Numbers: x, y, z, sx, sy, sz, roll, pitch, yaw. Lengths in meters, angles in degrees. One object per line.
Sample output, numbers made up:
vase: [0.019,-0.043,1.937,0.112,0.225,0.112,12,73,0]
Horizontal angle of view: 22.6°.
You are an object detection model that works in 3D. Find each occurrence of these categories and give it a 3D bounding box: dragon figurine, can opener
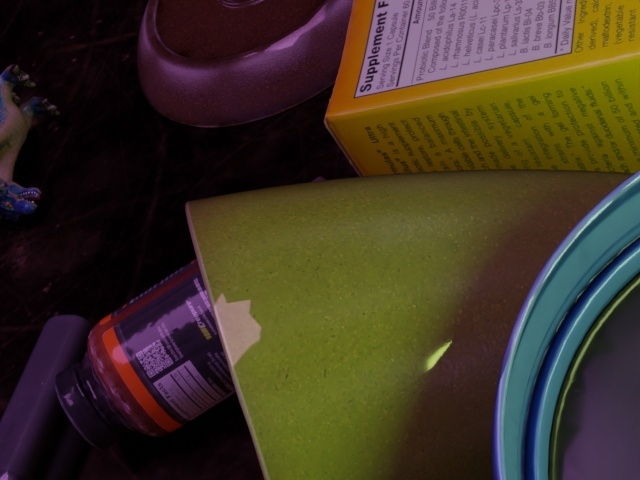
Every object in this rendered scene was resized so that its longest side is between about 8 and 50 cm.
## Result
dragon figurine: [-0.357,-0.108,1.584,0.289,0.085,0.144,22,67,42]
can opener: [-0.253,0.188,1.258,0.095,0.076,0.283,-4,50,30]

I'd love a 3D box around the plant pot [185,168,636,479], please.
plant pot: [0.093,0.062,1.027,0.293,0.275,0.275,-18,43,-2]

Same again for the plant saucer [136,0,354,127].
plant saucer: [-0.052,-0.241,1.530,0.310,0.050,0.310,-19,44,20]

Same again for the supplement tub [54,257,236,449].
supplement tub: [-0.105,0.081,1.232,0.198,0.106,0.106,-32,42,5]

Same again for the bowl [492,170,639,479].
bowl: [0.286,0.119,0.845,0.391,0.077,0.391,-2,67,5]

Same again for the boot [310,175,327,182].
boot: [0.000,0.000,1.288,0.087,0.042,0.118,-50,42,-6]

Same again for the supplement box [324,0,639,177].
supplement box: [0.212,-0.126,1.139,0.356,0.195,0.194,-9,49,27]
